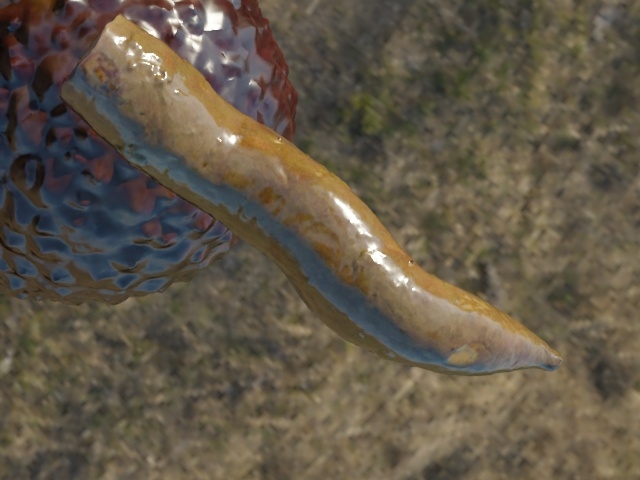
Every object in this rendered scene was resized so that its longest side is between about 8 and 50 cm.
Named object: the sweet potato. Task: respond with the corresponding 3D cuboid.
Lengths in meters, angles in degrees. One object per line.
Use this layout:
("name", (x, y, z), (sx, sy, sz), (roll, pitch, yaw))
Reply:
("sweet potato", (0.000, 0.000, 0.764), (0.281, 0.067, 0.059), (39, 99, -11))

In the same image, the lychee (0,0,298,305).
("lychee", (-0.138, -0.082, 0.923), (0.260, 0.260, 0.260), (-22, 132, -27))
